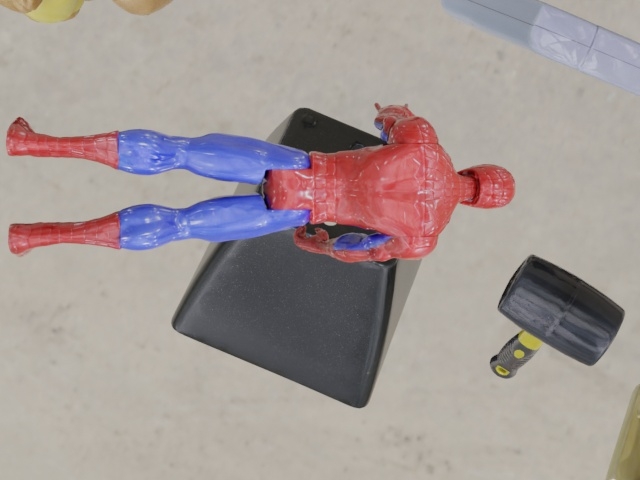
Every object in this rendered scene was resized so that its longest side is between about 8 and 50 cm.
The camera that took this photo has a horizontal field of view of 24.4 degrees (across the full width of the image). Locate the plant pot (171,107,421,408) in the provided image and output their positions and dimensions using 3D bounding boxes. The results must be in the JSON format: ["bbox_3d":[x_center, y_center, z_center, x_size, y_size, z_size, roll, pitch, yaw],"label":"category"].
[{"bbox_3d":[0.000,0.000,1.274,0.187,0.188,0.167,23,143,1],"label":"plant pot"}]

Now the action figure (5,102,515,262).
[{"bbox_3d":[-0.031,-0.034,0.862,0.280,0.139,0.091,1,96,-2],"label":"action figure"}]

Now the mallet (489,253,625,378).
[{"bbox_3d":[0.129,0.060,0.842,0.062,0.039,0.190,30,165,12],"label":"mallet"}]

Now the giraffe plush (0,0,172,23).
[{"bbox_3d":[-0.166,-0.260,1.242,0.170,0.181,0.210,27,130,19],"label":"giraffe plush"}]

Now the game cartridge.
[{"bbox_3d":[0.291,-0.199,1.568,0.297,0.198,0.062,16,106,-33],"label":"game cartridge"}]

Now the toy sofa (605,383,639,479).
[{"bbox_3d":[0.480,0.189,1.497,0.177,0.150,0.362,40,137,-12],"label":"toy sofa"}]
